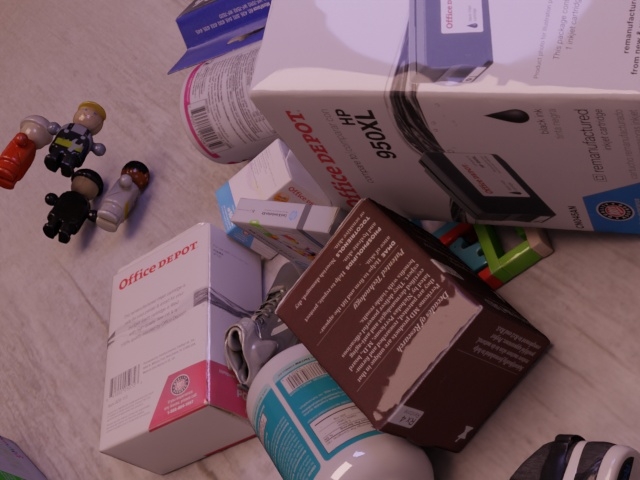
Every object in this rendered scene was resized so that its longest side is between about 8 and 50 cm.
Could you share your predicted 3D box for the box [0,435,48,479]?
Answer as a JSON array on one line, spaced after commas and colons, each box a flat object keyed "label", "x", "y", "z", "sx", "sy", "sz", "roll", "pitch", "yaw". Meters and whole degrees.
[{"label": "box", "x": -0.522, "y": 0.361, "z": 1.669, "sx": 0.262, "sy": 0.231, "sz": 0.126, "roll": 25, "pitch": 83, "yaw": 51}]

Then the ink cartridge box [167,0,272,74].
[{"label": "ink cartridge box", "x": -0.078, "y": -0.399, "z": 1.773, "sx": 0.304, "sy": 0.072, "sz": 0.307, "roll": -12, "pitch": 31, "yaw": 39}]

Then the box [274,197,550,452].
[{"label": "box", "x": 0.097, "y": 0.093, "z": 1.235, "sx": 0.167, "sy": 0.168, "sz": 0.203, "roll": -52, "pitch": 52, "yaw": 9}]

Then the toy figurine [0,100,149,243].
[{"label": "toy figurine", "x": -0.405, "y": -0.116, "z": 1.894, "sx": 0.210, "sy": 0.213, "sz": 0.148, "roll": -11, "pitch": 41, "yaw": 37}]

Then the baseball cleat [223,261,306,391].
[{"label": "baseball cleat", "x": -0.065, "y": 0.102, "z": 1.472, "sx": 0.072, "sy": 0.109, "sz": 0.205, "roll": -25, "pitch": 46, "yaw": 39}]

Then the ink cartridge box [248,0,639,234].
[{"label": "ink cartridge box", "x": 0.167, "y": -0.142, "z": 1.170, "sx": 0.395, "sy": 0.285, "sz": 0.166, "roll": 4, "pitch": 67, "yaw": 24}]

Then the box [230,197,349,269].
[{"label": "box", "x": 0.000, "y": 0.000, "z": 1.398, "sx": 0.186, "sy": 0.145, "sz": 0.038, "roll": 9, "pitch": 70, "yaw": 48}]

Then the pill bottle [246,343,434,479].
[{"label": "pill bottle", "x": 0.028, "y": 0.238, "z": 1.256, "sx": 0.146, "sy": 0.146, "sz": 0.264, "roll": -49, "pitch": 40, "yaw": 9}]

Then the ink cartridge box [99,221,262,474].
[{"label": "ink cartridge box", "x": -0.185, "y": 0.146, "z": 1.558, "sx": 0.207, "sy": 0.117, "sz": 0.283, "roll": -28, "pitch": 48, "yaw": 31}]

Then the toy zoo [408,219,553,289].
[{"label": "toy zoo", "x": 0.128, "y": 0.019, "z": 1.393, "sx": 0.293, "sy": 0.030, "sz": 0.192, "roll": -37, "pitch": 43, "yaw": 22}]

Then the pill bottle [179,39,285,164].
[{"label": "pill bottle", "x": -0.052, "y": -0.212, "z": 1.630, "sx": 0.283, "sy": 0.160, "sz": 0.160, "roll": -11, "pitch": 57, "yaw": 40}]

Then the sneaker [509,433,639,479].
[{"label": "sneaker", "x": 0.220, "y": 0.289, "z": 1.090, "sx": 0.121, "sy": 0.079, "sz": 0.216, "roll": 4, "pitch": 59, "yaw": 50}]

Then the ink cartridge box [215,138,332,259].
[{"label": "ink cartridge box", "x": -0.059, "y": -0.062, "z": 1.590, "sx": 0.143, "sy": 0.092, "sz": 0.090, "roll": -39, "pitch": 43, "yaw": 21}]
